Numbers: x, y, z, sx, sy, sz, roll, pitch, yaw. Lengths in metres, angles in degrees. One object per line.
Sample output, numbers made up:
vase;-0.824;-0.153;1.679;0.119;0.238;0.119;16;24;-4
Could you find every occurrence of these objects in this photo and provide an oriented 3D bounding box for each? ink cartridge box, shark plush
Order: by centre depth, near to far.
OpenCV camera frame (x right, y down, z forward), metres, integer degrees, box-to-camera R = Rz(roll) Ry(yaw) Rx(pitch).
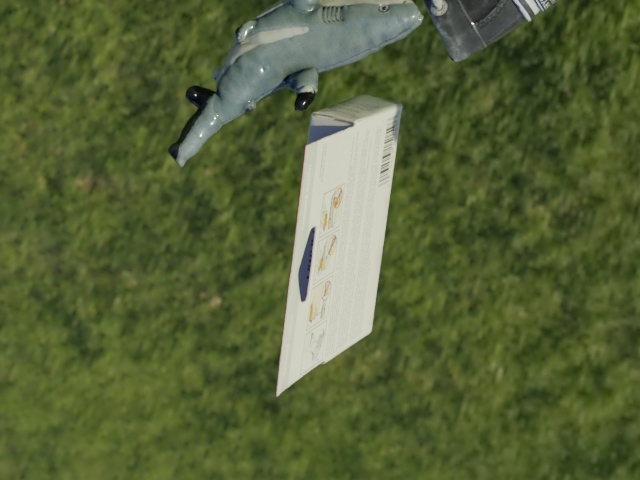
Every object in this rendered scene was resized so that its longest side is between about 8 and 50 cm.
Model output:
shark plush;-0.022;-0.103;0.861;0.067;0.161;0.073;47;159;28
ink cartridge box;0.000;0.000;1.585;0.060;0.239;0.275;16;110;24

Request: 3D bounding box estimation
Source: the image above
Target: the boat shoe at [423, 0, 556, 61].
boat shoe;0.042;-0.256;1.027;0.306;0.105;0.113;57;-170;12
